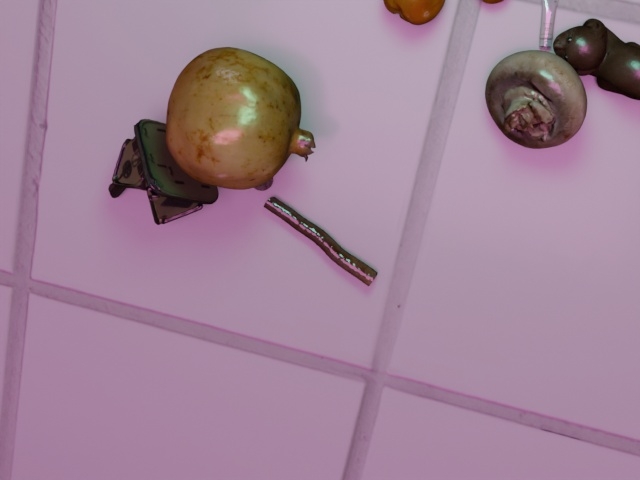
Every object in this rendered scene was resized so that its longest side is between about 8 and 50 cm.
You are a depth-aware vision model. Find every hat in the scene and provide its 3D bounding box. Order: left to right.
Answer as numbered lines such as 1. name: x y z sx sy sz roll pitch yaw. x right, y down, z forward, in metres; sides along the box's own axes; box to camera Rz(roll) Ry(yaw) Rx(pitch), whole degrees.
1. hat: -0.148 -0.161 1.943 0.058 0.042 0.087 7 107 9

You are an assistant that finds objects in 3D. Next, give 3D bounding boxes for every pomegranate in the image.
1. pomegranate: -0.170 -0.264 1.782 0.343 0.342 0.342 3 106 10

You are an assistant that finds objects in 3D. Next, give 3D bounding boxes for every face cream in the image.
1. face cream: 0.499 -0.484 1.742 0.038 0.020 0.115 5 103 10

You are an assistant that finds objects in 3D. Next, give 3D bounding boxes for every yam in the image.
1. yam: 0.000 0.000 1.960 0.327 0.045 0.045 37 140 0

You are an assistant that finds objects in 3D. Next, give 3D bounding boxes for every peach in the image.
1. peach: 0.208 -0.540 1.726 0.138 0.138 0.138 3 106 10

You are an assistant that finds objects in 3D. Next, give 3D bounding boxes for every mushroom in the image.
1. mushroom: 0.455 -0.295 1.705 0.226 0.226 0.178 44 67 -3

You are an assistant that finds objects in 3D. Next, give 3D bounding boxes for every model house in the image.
1. model house: -0.414 -0.122 1.938 0.279 0.205 0.218 -39 57 35

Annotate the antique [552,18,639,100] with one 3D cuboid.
1. antique: 0.620 -0.380 1.686 0.257 0.143 0.121 31 110 4

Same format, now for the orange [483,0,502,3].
1. orange: 0.377 -0.555 1.720 0.083 0.070 0.083 1 93 13
